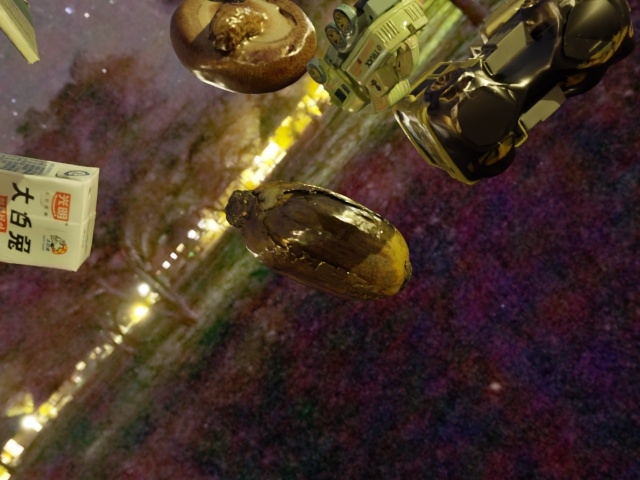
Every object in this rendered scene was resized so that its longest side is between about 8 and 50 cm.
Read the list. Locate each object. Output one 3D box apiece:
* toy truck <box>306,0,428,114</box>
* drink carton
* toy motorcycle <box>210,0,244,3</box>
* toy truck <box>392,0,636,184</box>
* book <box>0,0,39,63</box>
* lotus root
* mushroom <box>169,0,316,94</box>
[{"bbox_3d":[0.064,-0.218,0.803,0.085,0.116,0.191,-40,0,-19],"label":"toy truck"},{"bbox_3d":[-0.463,-0.051,0.892,0.106,0.315,0.130,-108,29,-70],"label":"drink carton"},{"bbox_3d":[-0.157,-0.494,1.313,0.124,0.193,0.061,-105,11,-57],"label":"toy motorcycle"},{"bbox_3d":[0.309,-0.284,1.116,0.405,0.180,0.254,-42,21,-6],"label":"toy truck"},{"bbox_3d":[-0.659,-0.519,1.343,0.031,0.264,0.379,-31,41,-3],"label":"book"},{"bbox_3d":[0.000,0.000,1.356,0.179,0.397,0.196,143,146,-65],"label":"lotus root"},{"bbox_3d":[-0.189,-0.490,1.634,0.239,0.345,0.345,-43,10,40],"label":"mushroom"}]
